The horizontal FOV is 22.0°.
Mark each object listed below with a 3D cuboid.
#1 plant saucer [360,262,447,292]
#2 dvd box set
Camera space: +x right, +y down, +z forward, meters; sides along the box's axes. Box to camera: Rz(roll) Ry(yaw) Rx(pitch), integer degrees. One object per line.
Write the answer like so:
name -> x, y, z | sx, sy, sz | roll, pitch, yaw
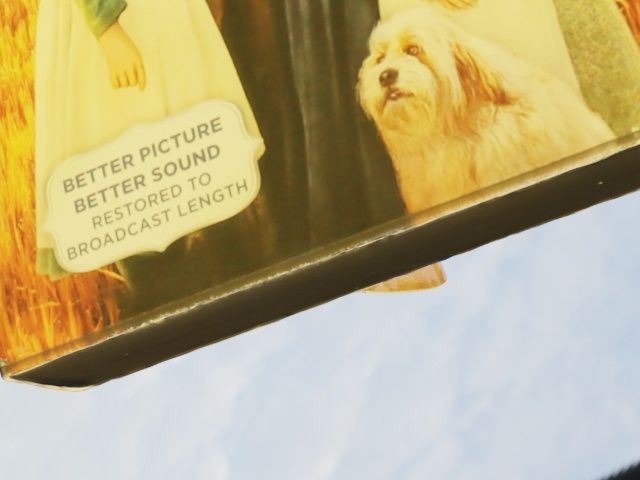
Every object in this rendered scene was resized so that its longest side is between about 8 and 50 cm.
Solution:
plant saucer -> 0.000, 0.000, 1.244 | 0.198, 0.198, 0.036 | -150, -115, -67
dvd box set -> -0.023, -0.188, 0.620 | 0.307, 0.062, 0.421 | -20, -107, 20
